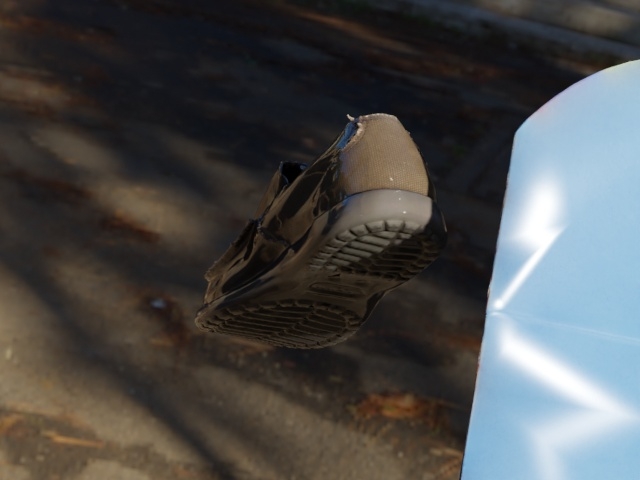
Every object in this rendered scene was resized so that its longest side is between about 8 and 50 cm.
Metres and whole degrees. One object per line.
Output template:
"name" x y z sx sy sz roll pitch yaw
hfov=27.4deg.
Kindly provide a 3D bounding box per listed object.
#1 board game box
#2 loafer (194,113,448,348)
"board game box" 0.097 0.032 0.383 0.133 0.169 0.033 11 -5 -22
"loafer" 0.000 0.000 1.156 0.133 0.130 0.366 14 -26 -26
